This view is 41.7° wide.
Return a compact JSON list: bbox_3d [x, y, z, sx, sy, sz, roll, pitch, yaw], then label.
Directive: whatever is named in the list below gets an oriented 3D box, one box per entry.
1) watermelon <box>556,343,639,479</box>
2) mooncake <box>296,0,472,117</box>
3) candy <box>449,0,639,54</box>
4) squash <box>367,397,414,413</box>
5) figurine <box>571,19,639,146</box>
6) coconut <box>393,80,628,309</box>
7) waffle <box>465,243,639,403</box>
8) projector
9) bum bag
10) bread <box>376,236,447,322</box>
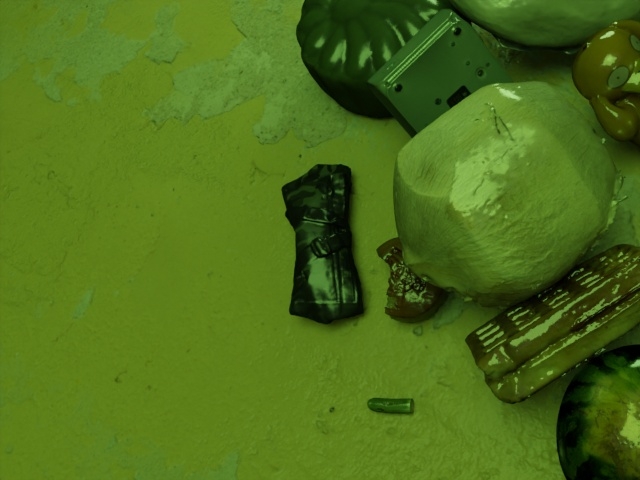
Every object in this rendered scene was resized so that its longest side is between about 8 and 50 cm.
[{"bbox_3d":[0.471,0.281,1.210,0.269,0.269,0.269,-9,66,20],"label":"watermelon"},{"bbox_3d":[0.126,-0.422,1.695,0.351,0.187,0.351,-8,66,18],"label":"mooncake"},{"bbox_3d":[0.424,-0.524,1.548,0.427,0.186,0.386,-29,64,-14],"label":"candy"},{"bbox_3d":[0.122,0.292,1.486,0.083,0.027,0.027,-4,67,23],"label":"squash"},{"bbox_3d":[0.540,-0.252,1.419,0.215,0.228,0.215,-16,56,25],"label":"figurine"},{"bbox_3d":[0.288,-0.064,1.381,0.360,0.346,0.346,-37,59,5],"label":"coconut"},{"bbox_3d":[0.392,0.122,1.329,0.328,0.224,0.098,-36,92,7],"label":"waffle"},{"bbox_3d":[0.240,-0.265,1.539,0.198,0.250,0.108,-43,21,1],"label":"projector"},{"bbox_3d":[0.000,0.000,1.626,0.144,0.095,0.340,-6,67,5],"label":"bum bag"},{"bbox_3d":[0.174,0.069,1.522,0.125,0.086,0.156,-13,65,17],"label":"bread"}]
